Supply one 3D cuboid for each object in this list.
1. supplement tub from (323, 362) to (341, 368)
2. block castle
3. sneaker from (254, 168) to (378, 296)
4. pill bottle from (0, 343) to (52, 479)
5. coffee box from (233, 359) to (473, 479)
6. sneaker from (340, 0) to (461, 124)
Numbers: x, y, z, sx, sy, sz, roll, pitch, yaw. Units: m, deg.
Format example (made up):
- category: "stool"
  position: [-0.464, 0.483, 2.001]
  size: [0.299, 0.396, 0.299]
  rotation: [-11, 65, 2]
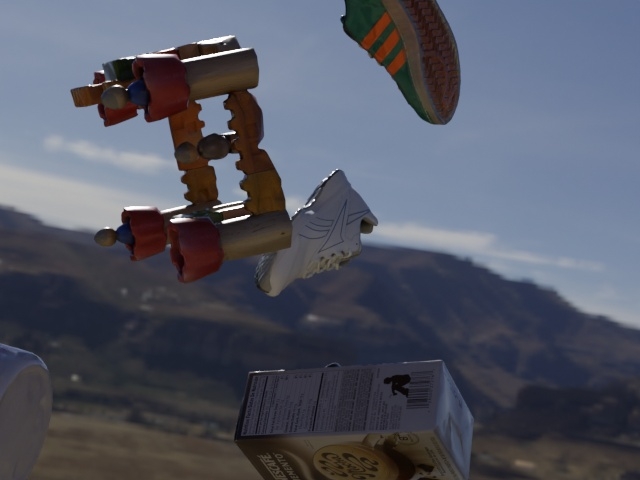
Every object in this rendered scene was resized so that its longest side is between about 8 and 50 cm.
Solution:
- category: "supplement tub"
  position: [0.071, 0.290, 2.231]
  size: [0.198, 0.106, 0.106]
  rotation: [42, 9, 23]
- category: "block castle"
  position: [-0.215, -0.113, 1.890]
  size: [0.212, 0.303, 0.453]
  rotation: [-13, 8, -16]
- category: "sneaker"
  position: [0.000, 0.000, 2.227]
  size: [0.129, 0.297, 0.111]
  rotation: [41, -41, 0]
- category: "pill bottle"
  position: [-0.454, 0.165, 1.438]
  size: [0.301, 0.169, 0.169]
  rotation: [14, -4, 13]
- category: "coffee box"
  position: [0.050, 0.268, 1.919]
  size: [0.297, 0.119, 0.168]
  rotation: [-6, -39, 22]
- category: "sneaker"
  position: [0.106, -0.300, 1.941]
  size: [0.121, 0.108, 0.302]
  rotation: [2, -53, 40]
